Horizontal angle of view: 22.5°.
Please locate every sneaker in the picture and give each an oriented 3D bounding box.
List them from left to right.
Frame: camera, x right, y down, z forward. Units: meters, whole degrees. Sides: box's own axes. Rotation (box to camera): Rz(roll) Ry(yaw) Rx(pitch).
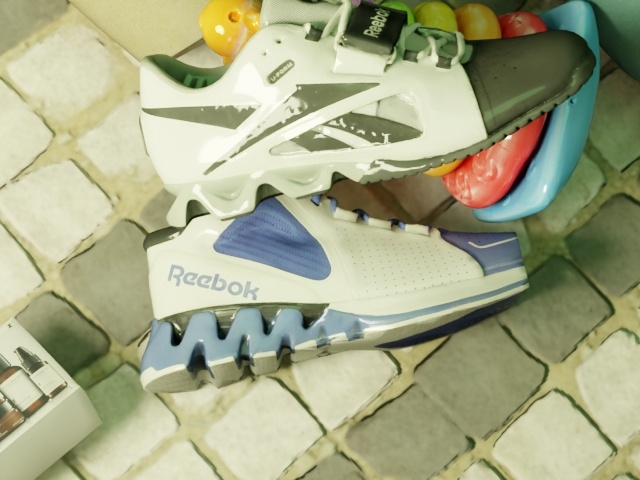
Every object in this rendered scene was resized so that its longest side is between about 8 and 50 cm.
[{"bbox_3d":[-0.001,0.000,1.266,0.316,0.127,0.182,-11,78,-8],"label":"sneaker"},{"bbox_3d":[0.023,-0.118,1.132,0.331,0.122,0.146,-15,106,10],"label":"sneaker"}]

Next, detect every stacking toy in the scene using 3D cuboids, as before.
[{"bbox_3d":[0.048,-0.130,1.255,0.302,0.166,0.175,14,83,-16],"label":"stacking toy"}]

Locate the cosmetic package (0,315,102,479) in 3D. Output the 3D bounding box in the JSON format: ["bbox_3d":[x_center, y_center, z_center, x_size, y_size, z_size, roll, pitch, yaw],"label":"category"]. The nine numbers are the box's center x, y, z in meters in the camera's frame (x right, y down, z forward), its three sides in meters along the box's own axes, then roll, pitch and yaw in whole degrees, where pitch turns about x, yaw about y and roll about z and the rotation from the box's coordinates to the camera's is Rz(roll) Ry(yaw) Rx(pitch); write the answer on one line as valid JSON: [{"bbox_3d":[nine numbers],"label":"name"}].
[{"bbox_3d":[-0.290,0.170,1.203,0.239,0.060,0.099,-40,53,-15],"label":"cosmetic package"}]

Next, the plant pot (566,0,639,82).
[{"bbox_3d":[0.309,-0.232,1.290,0.290,0.290,0.195,-12,117,-9],"label":"plant pot"}]

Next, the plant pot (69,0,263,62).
[{"bbox_3d":[-0.151,-0.286,1.288,0.256,0.256,0.274,-32,96,-14],"label":"plant pot"}]
